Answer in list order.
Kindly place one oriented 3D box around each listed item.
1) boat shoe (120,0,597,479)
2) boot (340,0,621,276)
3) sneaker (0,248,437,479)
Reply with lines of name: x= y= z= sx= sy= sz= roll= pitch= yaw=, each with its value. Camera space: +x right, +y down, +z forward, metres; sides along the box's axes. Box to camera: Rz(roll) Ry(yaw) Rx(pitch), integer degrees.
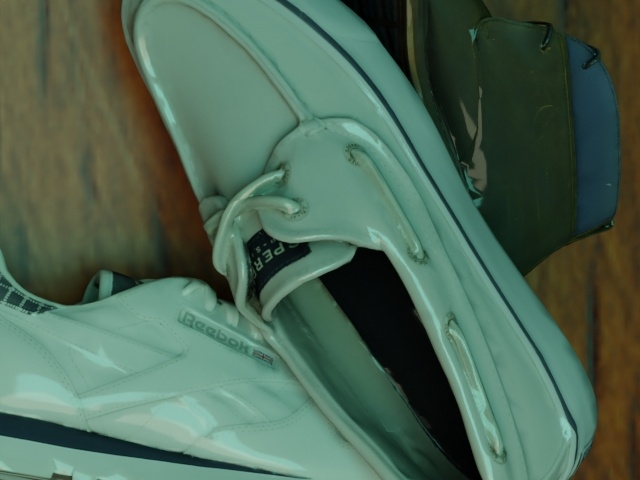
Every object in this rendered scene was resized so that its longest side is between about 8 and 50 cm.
boat shoe: x=0.000 y=0.000 z=0.683 sx=0.267 sy=0.096 sz=0.088 roll=57 pitch=38 yaw=0
boot: x=0.064 y=-0.084 z=0.744 sx=0.106 sy=0.082 sz=0.219 roll=-16 pitch=109 yaw=-25
sneaker: x=-0.043 y=0.063 z=0.717 sx=0.235 sy=0.090 sz=0.095 roll=13 pitch=74 yaw=-21
